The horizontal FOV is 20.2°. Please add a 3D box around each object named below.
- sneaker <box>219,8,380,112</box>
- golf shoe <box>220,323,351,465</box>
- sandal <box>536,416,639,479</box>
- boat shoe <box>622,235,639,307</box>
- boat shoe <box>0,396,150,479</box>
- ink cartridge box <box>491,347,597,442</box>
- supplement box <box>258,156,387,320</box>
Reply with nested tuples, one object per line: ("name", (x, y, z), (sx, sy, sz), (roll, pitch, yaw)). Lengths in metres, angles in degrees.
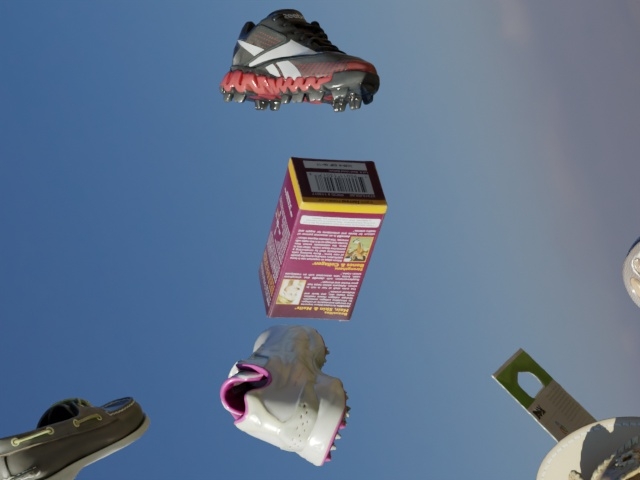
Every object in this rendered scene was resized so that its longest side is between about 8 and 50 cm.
("sneaker", (-0.025, -0.239, 2.350), (0.097, 0.276, 0.135), (11, -92, -41))
("golf shoe", (-0.059, 0.168, 2.205), (0.306, 0.140, 0.115), (-127, 54, -69))
("sandal", (0.228, 0.165, 1.198), (0.079, 0.240, 0.088), (0, -92, -51))
("boat shoe", (0.439, -0.031, 1.693), (0.123, 0.324, 0.116), (65, -155, -7))
("boat shoe", (-0.332, 0.258, 2.375), (0.305, 0.109, 0.091), (-29, -82, -59))
("ink cartridge box", (0.267, 0.254, 1.997), (0.255, 0.097, 0.189), (46, -163, 7))
("supplement box", (0.000, 0.000, 2.066), (0.081, 0.104, 0.188), (-104, 23, -44))
